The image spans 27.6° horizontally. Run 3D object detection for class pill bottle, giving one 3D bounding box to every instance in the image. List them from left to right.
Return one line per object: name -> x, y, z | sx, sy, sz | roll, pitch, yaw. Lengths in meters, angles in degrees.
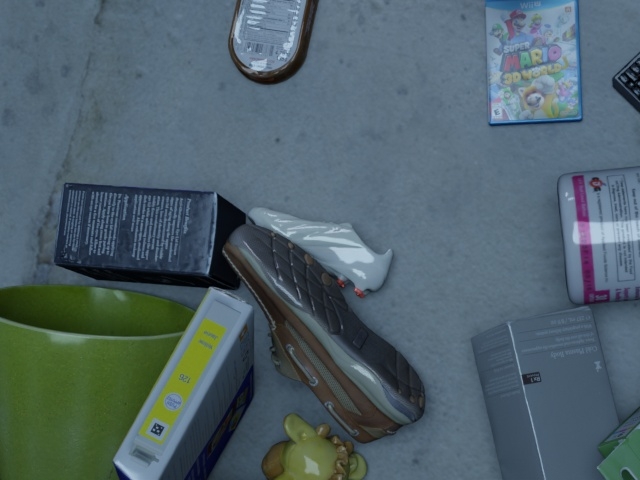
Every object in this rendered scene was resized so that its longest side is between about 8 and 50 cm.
pill bottle -> 0.429, -0.013, 1.536 | 0.283, 0.160, 0.160 | -6, 81, 10

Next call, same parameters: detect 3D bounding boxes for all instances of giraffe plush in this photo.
giraffe plush -> -0.033, 0.308, 1.588 | 0.210, 0.181, 0.170 | 5, 60, 24

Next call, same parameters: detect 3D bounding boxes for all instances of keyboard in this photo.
keyboard -> 0.464, -0.174, 1.625 | 0.108, 0.023, 0.180 | -43, 77, 2

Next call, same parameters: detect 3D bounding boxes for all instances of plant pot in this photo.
plant pot -> -0.298, 0.226, 1.606 | 0.275, 0.275, 0.293 | 9, 98, 12

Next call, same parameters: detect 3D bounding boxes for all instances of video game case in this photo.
video game case -> 0.274, -0.232, 1.673 | 0.119, 0.015, 0.166 | -2, 81, 11

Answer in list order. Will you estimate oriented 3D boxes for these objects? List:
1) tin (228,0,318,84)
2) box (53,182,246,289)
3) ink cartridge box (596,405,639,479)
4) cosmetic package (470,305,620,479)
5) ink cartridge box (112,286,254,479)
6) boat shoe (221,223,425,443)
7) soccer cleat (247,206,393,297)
tin -> -0.061, -0.304, 1.739 | 0.106, 0.040, 0.189 | 10, 84, 8
box -> -0.214, -0.003, 1.663 | 0.207, 0.153, 0.108 | 4, 82, 10
ink cartridge box -> 0.393, 0.248, 1.491 | 0.209, 0.062, 0.109 | -35, 87, -32
cosmetic package -> 0.275, 0.211, 1.542 | 0.127, 0.107, 0.237 | -9, 76, -25
ink cartridge box -> -0.169, 0.245, 1.494 | 0.072, 0.303, 0.307 | 27, 66, 9
boat shoe -> -0.014, 0.122, 1.601 | 0.116, 0.123, 0.324 | -42, 88, 24
soccer cleat -> 0.000, 0.000, 1.669 | 0.196, 0.068, 0.076 | 29, 83, 7
